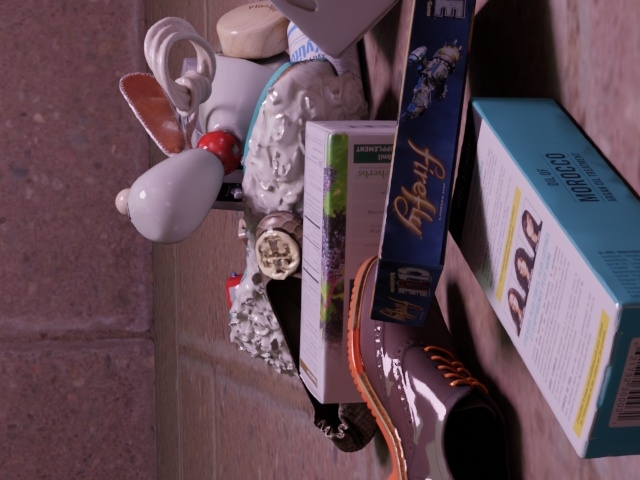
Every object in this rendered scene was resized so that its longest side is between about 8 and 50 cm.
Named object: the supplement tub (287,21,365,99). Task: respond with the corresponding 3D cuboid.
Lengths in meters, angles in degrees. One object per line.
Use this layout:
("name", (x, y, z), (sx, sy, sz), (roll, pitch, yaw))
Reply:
("supplement tub", (0.006, -0.171, 1.318), (0.071, 0.071, 0.107), (115, 151, -62))

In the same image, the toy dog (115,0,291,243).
("toy dog", (-0.125, -0.122, 1.346), (0.333, 0.161, 0.220), (-26, -68, -58))

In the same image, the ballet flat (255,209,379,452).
("ballet flat", (-0.006, 0.091, 1.229), (0.084, 0.058, 0.250), (-2, 115, 37))

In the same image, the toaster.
("toaster", (-0.137, -0.157, 1.835), (0.168, 0.110, 0.186), (109, 156, -54))

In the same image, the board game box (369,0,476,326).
("board game box", (0.073, -0.077, 0.916), (0.165, 0.042, 0.243), (90, -171, -74))

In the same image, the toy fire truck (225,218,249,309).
("toy fire truck", (-0.068, 0.016, 1.556), (0.192, 0.047, 0.135), (-41, -63, -68))

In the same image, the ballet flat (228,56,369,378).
("ballet flat", (0.000, 0.000, 1.304), (0.409, 0.147, 0.147), (100, 163, -50))

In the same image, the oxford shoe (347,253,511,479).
("oxford shoe", (0.092, 0.115, 0.982), (0.098, 0.097, 0.271), (-46, 47, 43))

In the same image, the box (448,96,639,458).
("box", (0.143, 0.011, 0.773), (0.244, 0.060, 0.101), (-112, 24, -56))

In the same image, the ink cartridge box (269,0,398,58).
("ink cartridge box", (-0.027, -0.283, 1.237), (0.093, 0.154, 0.212), (-42, 31, 16))

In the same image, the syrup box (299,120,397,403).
("syrup box", (0.038, 0.017, 1.146), (0.096, 0.093, 0.237), (-143, 53, -73))
